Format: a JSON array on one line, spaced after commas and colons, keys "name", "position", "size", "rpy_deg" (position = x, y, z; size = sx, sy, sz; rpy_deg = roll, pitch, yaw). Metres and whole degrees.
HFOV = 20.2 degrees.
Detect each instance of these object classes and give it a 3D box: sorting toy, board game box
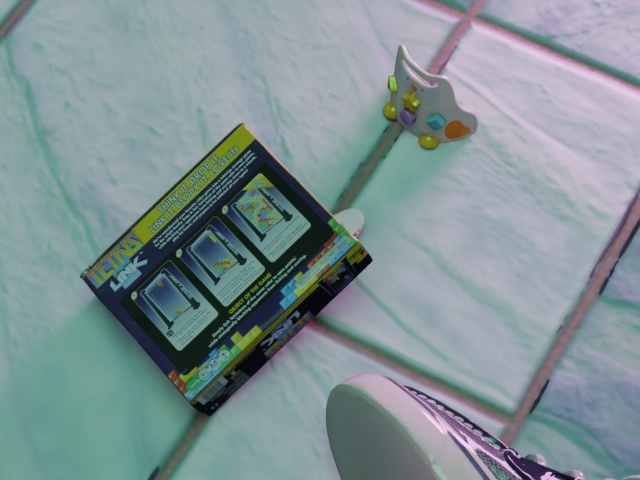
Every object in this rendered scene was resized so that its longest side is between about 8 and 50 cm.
[{"name": "sorting toy", "position": [0.080, -0.119, 1.413], "size": [0.045, 0.075, 0.083], "rpy_deg": [-41, 65, -19]}, {"name": "board game box", "position": [-0.071, 0.021, 1.330], "size": [0.170, 0.048, 0.141], "rpy_deg": [-43, 64, -1]}]

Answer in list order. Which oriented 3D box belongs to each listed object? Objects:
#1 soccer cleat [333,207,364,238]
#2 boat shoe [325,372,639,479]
[{"name": "soccer cleat", "position": [0.000, 0.000, 1.370], "size": [0.083, 0.035, 0.029], "rpy_deg": [-35, 65, -15]}, {"name": "boat shoe", "position": [0.159, 0.199, 1.215], "size": [0.158, 0.127, 0.340], "rpy_deg": [-23, 56, -33]}]
